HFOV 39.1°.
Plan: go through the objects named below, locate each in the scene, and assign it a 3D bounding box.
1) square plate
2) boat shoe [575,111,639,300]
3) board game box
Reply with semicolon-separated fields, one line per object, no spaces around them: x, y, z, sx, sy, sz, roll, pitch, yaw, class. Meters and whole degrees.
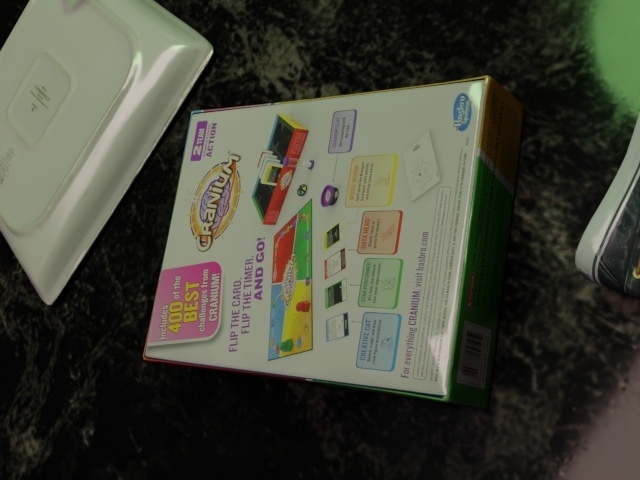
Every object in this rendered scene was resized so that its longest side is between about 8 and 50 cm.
-0.312;-0.157;1.059;0.347;0.049;0.344;43;103;39;square plate
0.244;-0.042;0.584;0.083;0.065;0.183;30;102;39;boat shoe
0.000;0.000;0.755;0.317;0.064;0.242;1;77;38;board game box
